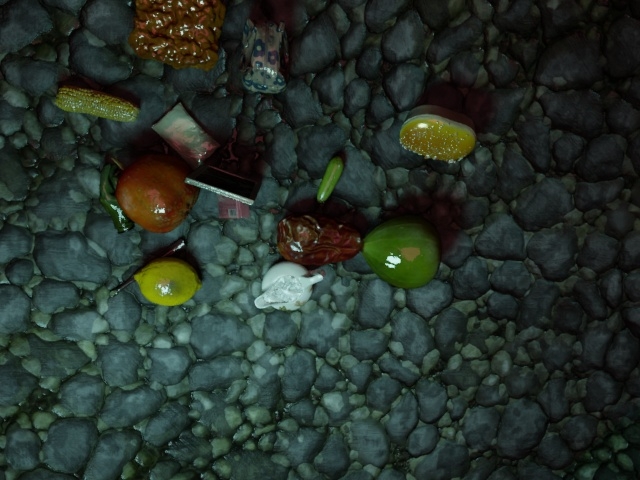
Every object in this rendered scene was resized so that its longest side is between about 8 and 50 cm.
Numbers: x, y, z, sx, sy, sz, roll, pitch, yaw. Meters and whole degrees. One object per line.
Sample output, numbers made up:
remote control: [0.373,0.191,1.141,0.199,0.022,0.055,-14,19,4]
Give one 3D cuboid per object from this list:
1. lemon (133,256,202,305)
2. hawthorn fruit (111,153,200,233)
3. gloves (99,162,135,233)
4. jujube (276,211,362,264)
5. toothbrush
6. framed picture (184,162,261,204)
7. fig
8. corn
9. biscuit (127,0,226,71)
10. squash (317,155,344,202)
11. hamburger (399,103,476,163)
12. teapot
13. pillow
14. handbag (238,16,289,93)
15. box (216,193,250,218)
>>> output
lemon: [-0.577,0.156,1.729,0.257,0.188,0.188,9,97,-24]
hawthorn fruit: [-0.608,-0.195,1.634,0.330,0.287,0.287,36,93,-14]
gloves: [-0.775,-0.158,1.705,0.107,0.135,0.268,-18,105,-46]
jujube: [0.000,0.000,1.779,0.342,0.216,0.216,3,98,-19]
toothbrush: [-0.683,0.110,1.788,0.364,0.041,0.041,-36,100,-1]
framed picture: [-0.339,-0.210,1.640,0.241,0.324,0.020,19,107,-7]
fig: [0.308,0.037,1.755,0.316,0.316,0.316,-1,98,-6]
corn: [-0.812,-0.499,1.659,0.292,0.101,0.101,12,96,-7]
biscuit: [-0.513,-0.791,1.647,0.318,0.110,0.312,11,95,-8]
squash: [0.037,-0.240,1.805,0.066,0.066,0.201,23,95,-9]
hamburger: [0.456,-0.407,1.753,0.295,0.227,0.151,18,72,-5]
teapot: [-0.121,0.179,1.807,0.298,0.139,0.204,-29,99,1]
pillow: [-0.512,-0.398,1.732,0.148,0.050,0.229,-45,97,-4]
handbag: [-0.202,-0.680,1.653,0.190,0.193,0.251,1,98,-10]
box: [-0.337,-0.140,1.738,0.060,0.156,0.111,-14,104,-42]
